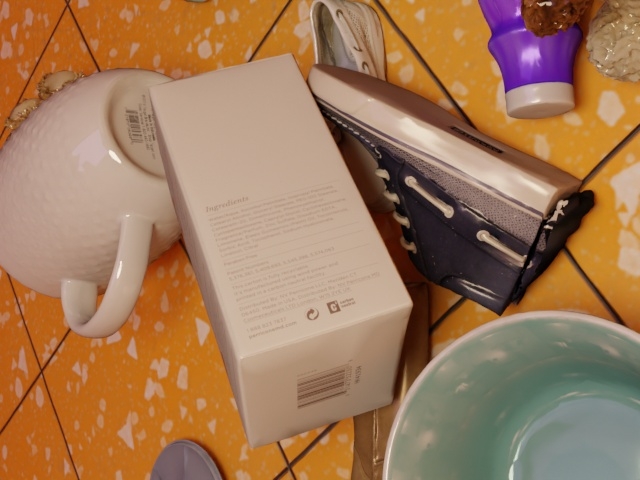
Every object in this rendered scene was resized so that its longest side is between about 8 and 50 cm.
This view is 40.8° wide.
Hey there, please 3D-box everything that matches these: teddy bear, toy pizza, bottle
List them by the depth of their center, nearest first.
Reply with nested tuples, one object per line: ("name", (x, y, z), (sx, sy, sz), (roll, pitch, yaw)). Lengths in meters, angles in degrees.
("bottle", (0.208, -0.266, 0.859), (0.092, 0.118, 0.283), (-10, 80, 44))
("toy pizza", (-0.192, 0.399, 1.286), (0.201, 0.032, 0.201), (-2, 87, 46))
("teddy bear", (-0.483, -0.156, 1.490), (0.113, 0.245, 0.338), (33, 123, -7))

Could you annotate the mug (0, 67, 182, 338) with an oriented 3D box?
("mug", (-0.300, -0.047, 1.208), (0.328, 0.276, 0.374), (-29, 56, 47))

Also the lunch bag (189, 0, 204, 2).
("lunch bag", (-0.219, -0.459, 1.223), (0.262, 0.223, 0.160), (-30, 61, 42))

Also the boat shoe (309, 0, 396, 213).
("boat shoe", (0.034, -0.166, 1.043), (0.098, 0.096, 0.277), (-26, 70, 40))

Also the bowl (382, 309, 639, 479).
("bowl", (0.226, 0.226, 0.761), (0.311, 0.163, 0.312), (-8, 75, 33))

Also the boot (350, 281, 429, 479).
("boot", (0.107, 0.180, 0.960), (0.236, 0.089, 0.270), (-6, 83, 44))

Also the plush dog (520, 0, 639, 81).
("plush dog", (0.258, -0.278, 0.703), (0.210, 0.225, 0.263), (177, 93, -66))

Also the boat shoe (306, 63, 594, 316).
("boat shoe", (0.103, -0.057, 0.917), (0.340, 0.127, 0.158), (33, 115, 26))

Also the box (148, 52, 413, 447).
("box", (-0.052, 0.006, 0.922), (0.215, 0.168, 0.345), (91, 159, -56))
